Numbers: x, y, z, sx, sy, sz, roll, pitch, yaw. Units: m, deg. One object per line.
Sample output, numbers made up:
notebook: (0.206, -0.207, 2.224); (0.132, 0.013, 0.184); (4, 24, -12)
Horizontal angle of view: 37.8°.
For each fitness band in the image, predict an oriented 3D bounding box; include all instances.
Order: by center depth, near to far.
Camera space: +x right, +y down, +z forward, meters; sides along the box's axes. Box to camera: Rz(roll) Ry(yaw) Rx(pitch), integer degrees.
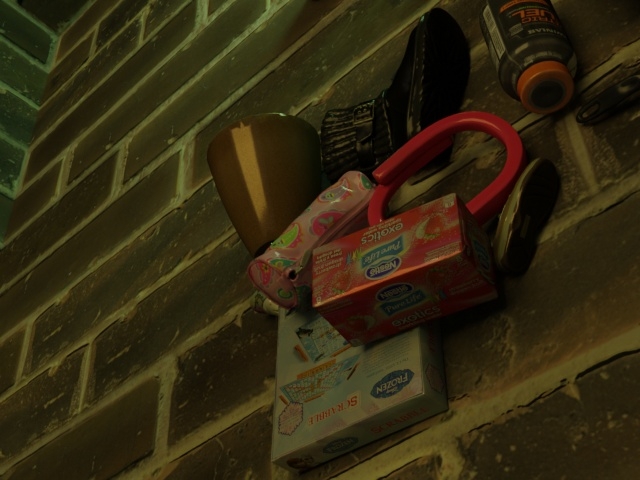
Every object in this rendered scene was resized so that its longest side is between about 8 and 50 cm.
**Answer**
fitness band: (0.206, -0.093, 1.553); (0.291, 0.054, 0.209); (-40, 50, -3)

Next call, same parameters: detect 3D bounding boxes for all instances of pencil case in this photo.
pencil case: (0.000, 0.000, 1.660); (0.284, 0.124, 0.124); (-43, 26, -28)

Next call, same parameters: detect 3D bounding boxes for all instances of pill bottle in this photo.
pill bottle: (0.353, -0.319, 1.570); (0.130, 0.130, 0.246); (-36, 38, 26)

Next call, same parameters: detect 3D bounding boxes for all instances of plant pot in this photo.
plant pot: (-0.093, -0.081, 1.867); (0.237, 0.237, 0.255); (-33, 55, 30)

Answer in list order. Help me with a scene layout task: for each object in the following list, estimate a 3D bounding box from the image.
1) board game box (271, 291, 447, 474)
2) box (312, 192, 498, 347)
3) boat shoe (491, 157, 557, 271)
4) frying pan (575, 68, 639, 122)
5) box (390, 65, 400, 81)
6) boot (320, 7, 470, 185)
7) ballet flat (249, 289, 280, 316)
board game box: (0.056, 0.187, 1.551); (0.318, 0.066, 0.318); (-30, 40, 32)
box: (0.125, 0.049, 1.422); (0.256, 0.128, 0.123); (-22, 44, 24)
boat shoe: (0.305, -0.041, 1.449); (0.072, 0.068, 0.190); (-4, 58, 64)
frying pan: (0.526, -0.246, 1.349); (0.197, 0.053, 0.326); (55, 134, 34)
box: (0.188, -0.350, 1.905); (0.083, 0.018, 0.067); (-54, 34, 2)
boot: (0.135, -0.271, 1.799); (0.260, 0.131, 0.348); (-15, 50, 44)
ballet flat: (-0.048, 0.098, 1.760); (0.221, 0.077, 0.079); (-31, 43, 25)
